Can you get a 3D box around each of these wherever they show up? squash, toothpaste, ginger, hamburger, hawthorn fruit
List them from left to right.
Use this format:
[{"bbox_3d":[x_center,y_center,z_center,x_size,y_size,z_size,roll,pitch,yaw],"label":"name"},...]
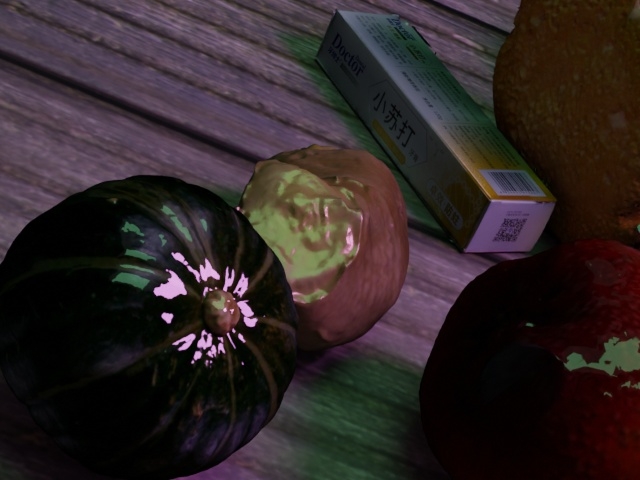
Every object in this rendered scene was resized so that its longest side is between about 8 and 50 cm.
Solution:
[{"bbox_3d":[-0.118,0.058,1.261,0.172,0.218,0.218,4,12,43],"label":"squash"},{"bbox_3d":[0.000,0.000,1.481,0.138,0.152,0.267,-2,13,5],"label":"ginger"},{"bbox_3d":[0.104,-0.111,1.785,0.089,0.071,0.313,-1,40,-33],"label":"toothpaste"},{"bbox_3d":[0.216,0.127,1.386,0.266,0.210,0.230,29,26,-17],"label":"hawthorn fruit"},{"bbox_3d":[0.305,-0.121,1.728,0.170,0.290,0.314,-5,47,-34],"label":"hamburger"}]
